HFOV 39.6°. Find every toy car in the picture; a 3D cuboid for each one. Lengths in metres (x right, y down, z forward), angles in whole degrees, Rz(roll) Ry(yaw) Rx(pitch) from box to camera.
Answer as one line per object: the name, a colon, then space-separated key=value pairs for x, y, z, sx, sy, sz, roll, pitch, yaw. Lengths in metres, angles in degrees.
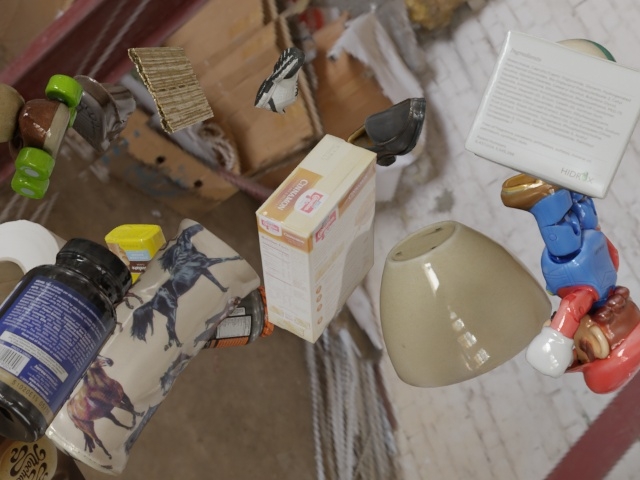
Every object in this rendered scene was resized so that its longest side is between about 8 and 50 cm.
toy car: x=-0.466 y=-0.176 z=1.298 sx=0.189 sy=0.149 sz=0.155 roll=21 pitch=65 yaw=-15

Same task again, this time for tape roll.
tape roll: x=-0.494 y=0.115 z=1.423 sx=0.100 sy=0.286 sz=0.286 roll=45 pitch=23 yaw=-53

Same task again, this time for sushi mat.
sushi mat: x=-0.261 y=-0.275 z=1.592 sx=0.316 sy=0.019 sz=0.151 roll=-65 pitch=133 yaw=-76

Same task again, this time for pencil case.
pencil case: x=-0.257 y=0.157 z=1.367 sx=0.160 sy=0.410 sz=0.183 roll=30 pitch=-20 yaw=16

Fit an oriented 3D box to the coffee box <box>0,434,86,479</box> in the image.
coffee box: x=-0.591 y=0.440 z=1.736 sx=0.168 sy=0.119 sz=0.297 roll=-37 pitch=103 yaw=-40

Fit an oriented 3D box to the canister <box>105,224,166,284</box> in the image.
canister: x=-0.345 y=0.056 z=1.759 sx=0.073 sy=0.126 sz=0.169 roll=-50 pitch=133 yaw=-48

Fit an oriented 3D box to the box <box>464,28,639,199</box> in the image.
box: x=0.164 y=-0.085 z=0.621 sx=0.102 sy=0.087 sz=0.101 roll=23 pitch=8 yaw=12

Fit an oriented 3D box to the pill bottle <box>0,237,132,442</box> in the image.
pill bottle: x=-0.309 y=0.106 z=1.007 sx=0.123 sy=0.123 sz=0.219 roll=47 pitch=52 yaw=-23

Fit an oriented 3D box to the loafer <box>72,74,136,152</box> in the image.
loafer: x=-0.450 y=-0.278 z=1.803 sx=0.134 sy=0.130 sz=0.366 roll=44 pitch=-10 yaw=-9

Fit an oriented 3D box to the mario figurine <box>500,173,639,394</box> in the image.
mario figurine: x=0.311 y=0.055 z=1.153 sx=0.320 sy=0.198 sz=0.170 roll=68 pitch=-11 yaw=-11

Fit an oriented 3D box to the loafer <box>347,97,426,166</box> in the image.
loafer: x=0.084 y=-0.139 z=1.131 sx=0.061 sy=0.170 sz=0.062 roll=14 pitch=70 yaw=-13

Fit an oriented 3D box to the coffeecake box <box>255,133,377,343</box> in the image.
coffeecake box: x=0.000 y=0.000 z=0.998 sx=0.068 sy=0.185 sz=0.142 roll=24 pitch=53 yaw=22

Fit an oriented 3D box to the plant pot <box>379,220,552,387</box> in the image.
plant pot: x=0.209 y=0.080 z=1.466 sx=0.190 sy=0.284 sz=0.284 roll=61 pitch=21 yaw=-15

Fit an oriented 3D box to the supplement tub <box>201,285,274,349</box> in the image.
supplement tub: x=-0.184 y=0.130 z=1.556 sx=0.191 sy=0.117 sz=0.117 roll=-3 pitch=56 yaw=-24

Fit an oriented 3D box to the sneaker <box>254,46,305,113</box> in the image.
sneaker: x=-0.041 y=-0.195 z=1.092 sx=0.044 sy=0.109 sz=0.040 roll=22 pitch=55 yaw=-18

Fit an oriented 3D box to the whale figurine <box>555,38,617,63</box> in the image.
whale figurine: x=0.499 y=-0.251 z=1.714 sx=0.141 sy=0.216 sz=0.271 roll=-18 pitch=104 yaw=-40
